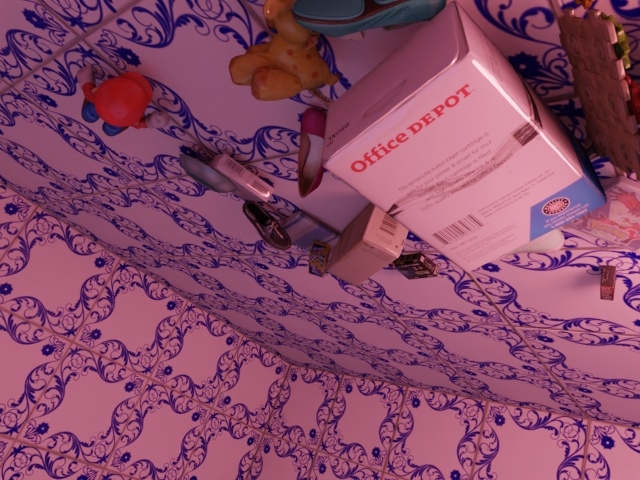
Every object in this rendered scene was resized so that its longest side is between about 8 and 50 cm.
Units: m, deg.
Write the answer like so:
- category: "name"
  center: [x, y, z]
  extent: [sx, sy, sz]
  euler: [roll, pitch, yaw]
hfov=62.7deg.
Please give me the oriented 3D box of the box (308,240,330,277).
- category: "box"
  center: [-0.005, 0.066, 1.774]
  extent: [0.059, 0.054, 0.169]
  euler: [18, 154, 6]

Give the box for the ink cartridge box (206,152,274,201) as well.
- category: "ink cartridge box"
  center: [-0.258, -0.186, 1.580]
  extent: [0.181, 0.056, 0.225]
  euler: [35, 171, -26]

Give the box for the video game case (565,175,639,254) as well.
- category: "video game case"
  center: [0.643, -0.045, 1.084]
  extent: [0.201, 0.023, 0.183]
  euler: [21, 153, -2]

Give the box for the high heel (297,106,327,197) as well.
- category: "high heel"
  center: [-0.026, -0.203, 1.242]
  extent: [0.082, 0.117, 0.244]
  euler: [20, 156, 4]

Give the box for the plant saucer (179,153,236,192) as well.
- category: "plant saucer"
  center: [-0.341, -0.186, 1.556]
  extent: [0.195, 0.037, 0.195]
  euler: [29, 172, 5]

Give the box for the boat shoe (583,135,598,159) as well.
- category: "boat shoe"
  center: [0.502, -0.181, 0.945]
  extent: [0.043, 0.049, 0.137]
  euler: [62, 163, 14]

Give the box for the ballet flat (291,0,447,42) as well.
- category: "ballet flat"
  center: [0.080, -0.356, 0.829]
  extent: [0.247, 0.083, 0.087]
  euler: [-7, 151, 15]

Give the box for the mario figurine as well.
- category: "mario figurine"
  center: [-0.510, -0.366, 1.360]
  extent: [0.198, 0.170, 0.320]
  euler: [-6, -175, -34]

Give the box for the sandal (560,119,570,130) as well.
- category: "sandal"
  center: [0.330, -0.198, 1.007]
  extent: [0.265, 0.076, 0.102]
  euler: [9, 153, 27]

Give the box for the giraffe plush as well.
- category: "giraffe plush"
  center: [-0.054, -0.355, 0.933]
  extent: [0.210, 0.181, 0.170]
  euler: [24, 136, 21]

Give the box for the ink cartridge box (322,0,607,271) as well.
- category: "ink cartridge box"
  center: [0.240, -0.149, 0.898]
  extent: [0.395, 0.166, 0.285]
  euler: [33, 132, -30]

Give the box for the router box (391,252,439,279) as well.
- category: "router box"
  center: [0.297, 0.082, 1.656]
  extent: [0.092, 0.038, 0.122]
  euler: [35, 153, -28]

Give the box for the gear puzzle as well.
- category: "gear puzzle"
  center: [0.403, -0.254, 0.746]
  extent: [0.044, 0.175, 0.339]
  euler: [-24, 113, 12]

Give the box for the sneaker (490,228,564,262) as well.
- category: "sneaker"
  center: [0.431, -0.022, 1.262]
  extent: [0.256, 0.094, 0.151]
  euler: [-11, 147, 35]

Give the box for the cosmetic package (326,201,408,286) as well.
- category: "cosmetic package"
  center: [0.135, 0.005, 1.490]
  extent: [0.113, 0.160, 0.309]
  euler: [27, 154, -8]

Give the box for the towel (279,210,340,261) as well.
- category: "towel"
  center: [0.000, 0.000, 1.742]
  extent: [0.285, 0.034, 0.209]
  euler: [29, 155, -17]

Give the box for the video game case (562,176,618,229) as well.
- category: "video game case"
  center: [0.574, -0.075, 1.125]
  extent: [0.157, 0.019, 0.143]
  euler: [-7, 143, 45]

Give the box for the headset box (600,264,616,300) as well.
- category: "headset box"
  center: [0.722, 0.105, 1.321]
  extent: [0.032, 0.062, 0.083]
  euler: [5, 151, 32]

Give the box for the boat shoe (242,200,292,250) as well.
- category: "boat shoe"
  center: [-0.171, -0.047, 1.673]
  extent: [0.206, 0.075, 0.065]
  euler: [47, 169, -1]
